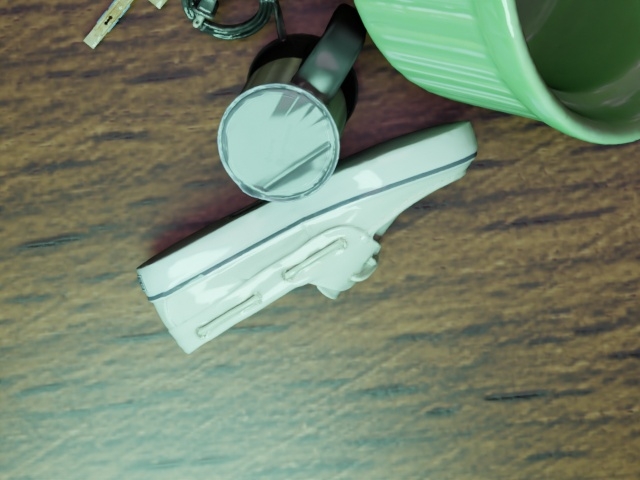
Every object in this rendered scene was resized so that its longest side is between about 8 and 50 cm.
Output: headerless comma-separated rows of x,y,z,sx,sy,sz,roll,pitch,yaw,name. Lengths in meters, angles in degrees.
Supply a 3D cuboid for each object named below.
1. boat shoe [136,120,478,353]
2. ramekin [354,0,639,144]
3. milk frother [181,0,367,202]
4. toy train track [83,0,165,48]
0.000,0.000,1.147,0.267,0.096,0.088,-26,97,4,boat shoe
0.150,-0.221,1.032,0.148,0.303,0.303,13,95,42,ramekin
-0.044,-0.116,1.102,0.143,0.135,0.129,16,112,0,milk frother
-0.146,-0.178,1.176,0.048,0.014,0.083,39,99,-9,toy train track
